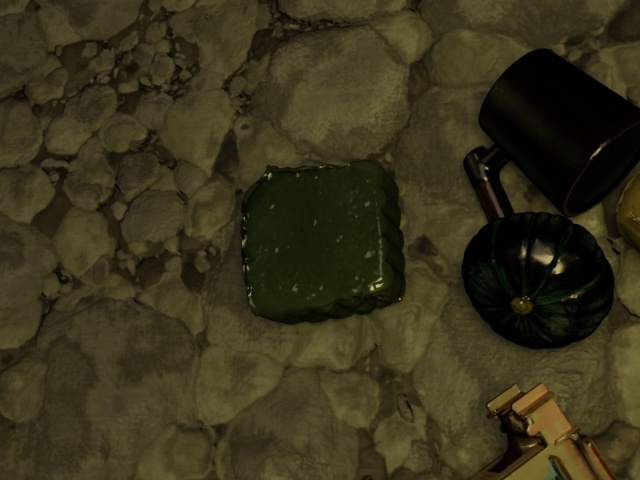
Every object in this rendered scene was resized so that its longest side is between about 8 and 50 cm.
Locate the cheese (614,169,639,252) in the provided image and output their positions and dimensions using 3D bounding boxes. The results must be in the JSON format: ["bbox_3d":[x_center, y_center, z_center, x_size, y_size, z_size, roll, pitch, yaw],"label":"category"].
[{"bbox_3d":[0.550,-0.045,1.123,0.316,0.128,0.259,-41,79,0],"label":"cheese"}]

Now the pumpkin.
[{"bbox_3d":[0.276,0.052,1.147,0.194,0.150,0.194,4,99,26],"label":"pumpkin"}]

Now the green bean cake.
[{"bbox_3d":[0.000,0.000,1.271,0.227,0.125,0.223,-8,75,16],"label":"green bean cake"}]

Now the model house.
[{"bbox_3d":[0.236,0.358,1.003,0.244,0.169,0.326,-31,89,-11],"label":"model house"}]

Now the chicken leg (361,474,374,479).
[{"bbox_3d":[0.044,0.407,1.176,0.085,0.069,0.198,10,71,17],"label":"chicken leg"}]

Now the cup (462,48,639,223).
[{"bbox_3d":[0.295,-0.125,1.198,0.239,0.166,0.177,-43,64,0],"label":"cup"}]
